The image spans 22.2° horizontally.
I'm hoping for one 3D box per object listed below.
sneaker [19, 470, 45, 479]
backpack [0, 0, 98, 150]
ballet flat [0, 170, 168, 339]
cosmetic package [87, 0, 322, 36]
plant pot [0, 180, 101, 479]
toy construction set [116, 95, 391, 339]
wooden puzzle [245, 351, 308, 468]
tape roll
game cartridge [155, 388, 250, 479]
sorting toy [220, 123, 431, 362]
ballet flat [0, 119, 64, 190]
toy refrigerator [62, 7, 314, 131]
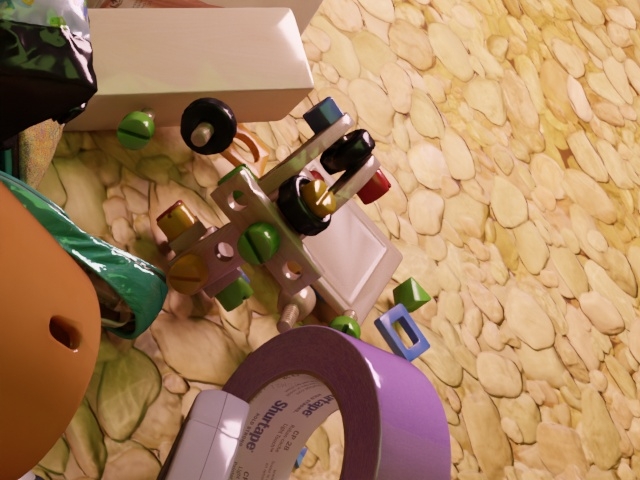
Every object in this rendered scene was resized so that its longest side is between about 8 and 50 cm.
[{"bbox_3d":[-0.263,0.287,1.276,0.153,0.099,0.282,46,31,-15],"label":"sneaker"},{"bbox_3d":[-0.337,-0.281,1.431,0.273,0.290,0.356,18,70,-38],"label":"backpack"},{"bbox_3d":[-0.252,0.019,1.533,0.247,0.083,0.087,33,53,-25],"label":"ballet flat"},{"bbox_3d":[-0.153,-0.305,1.842,0.296,0.129,0.153,6,36,-45],"label":"cosmetic package"},{"bbox_3d":[-0.301,0.062,1.194,0.203,0.291,0.291,36,38,-41],"label":"plant pot"},{"bbox_3d":[-0.060,0.026,1.600,0.237,0.257,0.309,-67,146,-65],"label":"toy construction set"},{"bbox_3d":[-0.046,0.174,1.694,0.116,0.014,0.078,50,36,-7],"label":"wooden puzzle"},{"bbox_3d":[-0.009,0.219,1.473,0.090,0.275,0.275,26,44,-35],"label":"tape roll"},{"bbox_3d":[-0.136,0.269,1.353,0.062,0.198,0.297,20,40,-1],"label":"game cartridge"},{"bbox_3d":[0.000,0.000,1.868,0.348,0.047,0.196,48,31,-9],"label":"sorting toy"},{"bbox_3d":[-0.291,-0.204,1.606,0.123,0.123,0.349,4,63,-48],"label":"ballet flat"},{"bbox_3d":[-0.152,-0.182,1.744,0.269,0.094,0.102,-6,71,-32],"label":"toy refrigerator"}]
